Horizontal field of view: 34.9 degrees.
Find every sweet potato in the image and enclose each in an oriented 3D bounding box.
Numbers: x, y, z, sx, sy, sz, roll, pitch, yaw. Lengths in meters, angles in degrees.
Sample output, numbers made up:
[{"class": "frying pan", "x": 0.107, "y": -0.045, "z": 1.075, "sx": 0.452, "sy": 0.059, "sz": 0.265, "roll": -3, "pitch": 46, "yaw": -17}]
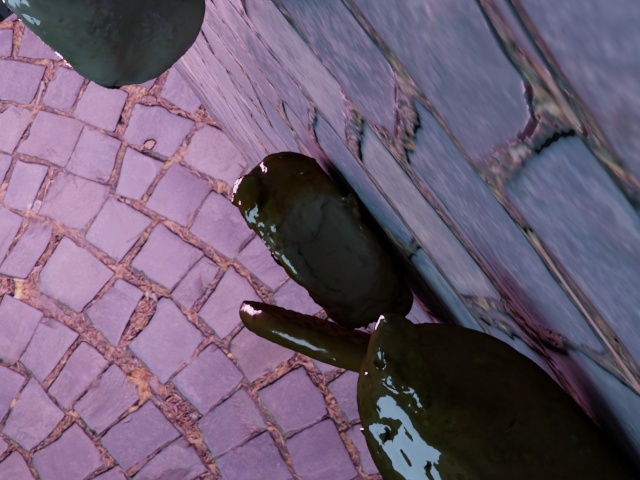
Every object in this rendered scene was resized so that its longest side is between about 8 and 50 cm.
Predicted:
[{"class": "sweet potato", "x": 0.168, "y": 0.199, "z": 0.636, "sx": 0.422, "sy": 0.130, "sz": 0.130, "roll": 47, "pitch": 178, "yaw": -8}]

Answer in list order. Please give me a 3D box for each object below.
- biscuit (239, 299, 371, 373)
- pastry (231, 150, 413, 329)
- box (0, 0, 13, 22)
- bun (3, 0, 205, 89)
[{"class": "biscuit", "x": 0.038, "y": 0.111, "z": 1.021, "sx": 0.262, "sy": 0.037, "sz": 0.262, "roll": 17, "pitch": 178, "yaw": 1}, {"class": "pastry", "x": 0.000, "y": 0.000, "z": 1.042, "sx": 0.229, "sy": 0.100, "sz": 0.218, "roll": 54, "pitch": 177, "yaw": -38}, {"class": "box", "x": -0.292, "y": -0.337, "z": 0.898, "sx": 0.047, "sy": 0.180, "sz": 0.325, "roll": 51, "pitch": 176, "yaw": 20}, {"class": "bun", "x": -0.178, "y": -0.234, "z": 0.745, "sx": 0.239, "sy": 0.141, "sz": 0.239, "roll": 54, "pitch": -177, "yaw": -4}]
